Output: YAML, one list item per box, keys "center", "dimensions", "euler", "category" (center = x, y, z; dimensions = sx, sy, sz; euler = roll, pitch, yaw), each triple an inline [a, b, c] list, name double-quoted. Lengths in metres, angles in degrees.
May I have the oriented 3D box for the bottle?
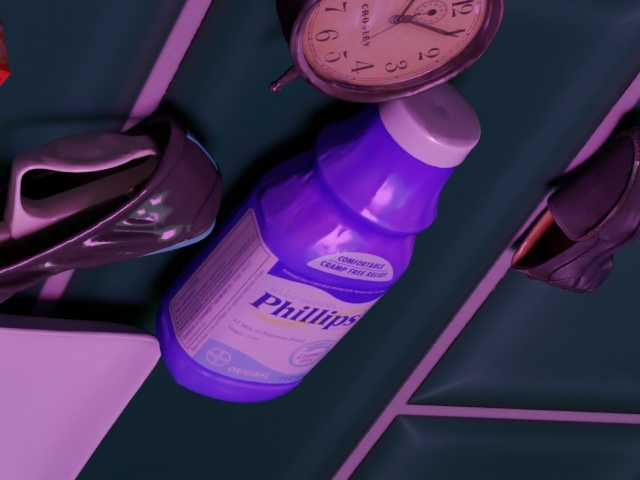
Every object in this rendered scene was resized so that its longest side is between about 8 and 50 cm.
- center: [0.000, 0.000, 1.316]
  dimensions: [0.118, 0.092, 0.283]
  euler: [11, 137, -35]
  category: "bottle"

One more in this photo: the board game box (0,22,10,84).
- center: [-0.298, -0.091, 1.116]
  dimensions: [0.193, 0.045, 0.147]
  euler: [16, 134, -36]
  category: "board game box"

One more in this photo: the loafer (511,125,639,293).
- center: [0.190, -0.020, 1.394]
  dimensions: [0.061, 0.062, 0.170]
  euler: [3, 140, -17]
  category: "loafer"

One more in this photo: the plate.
- center: [-0.289, 0.125, 1.417]
  dimensions: [0.278, 0.045, 0.277]
  euler: [8, 138, -29]
  category: "plate"

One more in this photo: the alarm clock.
- center: [0.058, -0.147, 1.162]
  dimensions: [0.192, 0.064, 0.129]
  euler: [-9, 144, -6]
  category: "alarm clock"

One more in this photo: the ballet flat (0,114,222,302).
- center: [-0.200, -0.013, 1.235]
  dimensions: [0.280, 0.095, 0.096]
  euler: [-22, 136, -9]
  category: "ballet flat"
